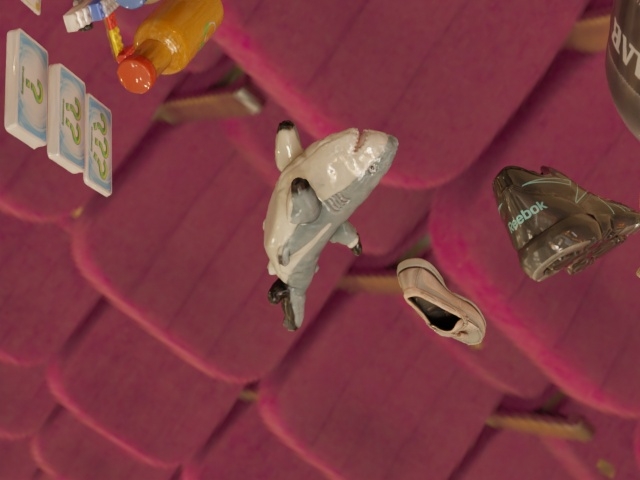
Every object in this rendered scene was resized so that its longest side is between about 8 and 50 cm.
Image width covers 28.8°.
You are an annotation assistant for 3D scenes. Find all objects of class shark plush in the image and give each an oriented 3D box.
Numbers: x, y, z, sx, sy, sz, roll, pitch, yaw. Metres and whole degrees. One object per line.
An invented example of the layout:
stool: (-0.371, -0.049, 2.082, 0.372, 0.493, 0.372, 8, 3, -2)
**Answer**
shark plush: (0.000, 0.000, 0.797, 0.067, 0.161, 0.073, 4, -154, -15)

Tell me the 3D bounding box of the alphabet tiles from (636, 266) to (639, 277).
alphabet tiles: (0.265, 0.005, 0.573, 0.198, 0.237, 0.009, 41, -168, 37)

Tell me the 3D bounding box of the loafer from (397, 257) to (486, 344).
loafer: (0.106, 0.064, 1.111, 0.045, 0.039, 0.125, -21, 134, 29)

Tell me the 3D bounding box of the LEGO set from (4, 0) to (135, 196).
LEGO set: (-0.185, -0.176, 0.988, 0.060, 0.244, 0.182, -6, 164, 13)

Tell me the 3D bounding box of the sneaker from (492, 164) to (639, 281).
sneaker: (0.248, -0.029, 1.248, 0.106, 0.101, 0.267, 57, -159, 15)

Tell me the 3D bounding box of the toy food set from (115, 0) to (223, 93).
toy food set: (-0.050, -0.190, 0.743, 0.232, 0.104, 0.111, -28, 112, 36)

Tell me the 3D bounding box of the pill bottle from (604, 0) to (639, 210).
pill bottle: (0.163, -0.099, 0.393, 0.130, 0.130, 0.246, 21, 134, 25)
